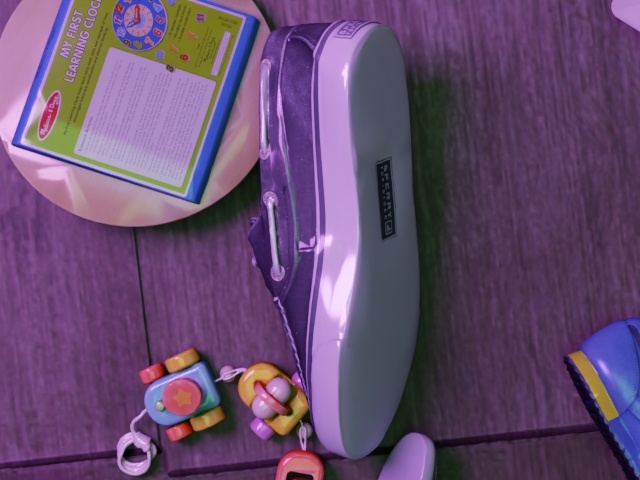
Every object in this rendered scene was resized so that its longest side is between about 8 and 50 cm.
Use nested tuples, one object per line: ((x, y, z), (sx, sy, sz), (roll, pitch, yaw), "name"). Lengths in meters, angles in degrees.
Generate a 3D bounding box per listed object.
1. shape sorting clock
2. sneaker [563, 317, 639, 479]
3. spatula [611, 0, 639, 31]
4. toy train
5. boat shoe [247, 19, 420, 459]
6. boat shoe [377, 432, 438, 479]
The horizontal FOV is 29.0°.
((-0.131, -0.111, 0.886), (0.206, 0.040, 0.206), (1, 84, -5), "shape sorting clock")
((0.251, 0.152, 0.865), (0.082, 0.069, 0.209), (-27, 90, -2), "sneaker")
((0.324, -0.174, 0.811), (0.168, 0.019, 0.242), (-50, 48, -3), "spatula")
((-0.062, 0.145, 0.885), (0.166, 0.046, 0.125), (15, 91, 1), "toy train")
((0.000, 0.000, 0.860), (0.102, 0.108, 0.301), (6, 105, 33), "boat shoe")
((0.062, 0.208, 0.887), (0.040, 0.049, 0.142), (15, 89, -32), "boat shoe")
